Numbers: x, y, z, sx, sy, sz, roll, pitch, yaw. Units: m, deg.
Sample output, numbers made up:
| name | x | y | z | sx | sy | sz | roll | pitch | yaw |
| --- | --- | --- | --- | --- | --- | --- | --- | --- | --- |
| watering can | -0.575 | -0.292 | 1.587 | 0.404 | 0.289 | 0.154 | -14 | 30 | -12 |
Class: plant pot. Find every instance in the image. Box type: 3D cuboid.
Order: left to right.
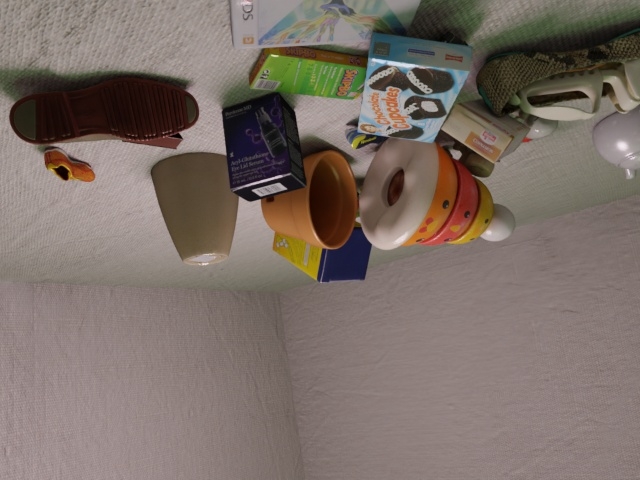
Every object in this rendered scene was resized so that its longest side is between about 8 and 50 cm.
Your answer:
| name | x | y | z | sx | sy | sz | roll | pitch | yaw |
| --- | --- | --- | --- | --- | --- | --- | --- | --- | --- |
| plant pot | -0.347 | -0.074 | 1.436 | 0.257 | 0.273 | 0.256 | -8 | 166 | -2 |
| plant pot | -0.041 | -0.121 | 1.509 | 0.204 | 0.290 | 0.291 | 2 | 174 | 33 |

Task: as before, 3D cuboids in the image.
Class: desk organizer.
| name | x | y | z | sx | sy | sz | roll | pitch | yaw |
| --- | --- | --- | --- | --- | --- | --- | --- | --- | --- |
| desk organizer | -0.392 | -0.253 | 1.162 | 0.130 | 0.047 | 0.050 | 2 | 160 | -38 |

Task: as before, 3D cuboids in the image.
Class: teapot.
| name | x | y | z | sx | sy | sz | roll | pitch | yaw |
| --- | --- | --- | --- | --- | --- | --- | --- | --- | --- |
| teapot | 1.011 | -0.309 | 1.577 | 0.256 | 0.187 | 0.252 | -1 | 163 | -29 |

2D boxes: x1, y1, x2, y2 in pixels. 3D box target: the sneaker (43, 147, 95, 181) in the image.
| name | x | y | z | sx | sy | sz | roll | pitch | yaw |
| --- | --- | --- | --- | --- | --- | --- | --- | --- | --- |
| sneaker | -0.641 | -0.175 | 1.268 | 0.064 | 0.067 | 0.175 | -13 | 167 | 9 |

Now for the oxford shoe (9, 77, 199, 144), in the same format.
| name | x | y | z | sx | sy | sz | roll | pitch | yaw |
| --- | --- | --- | --- | --- | --- | --- | --- | --- | --- |
| oxford shoe | -0.431 | -0.264 | 1.024 | 0.349 | 0.122 | 0.130 | -6 | -168 | -18 |

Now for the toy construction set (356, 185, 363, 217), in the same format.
| name | x | y | z | sx | sy | sz | roll | pitch | yaw |
| --- | --- | --- | --- | --- | --- | --- | --- | --- | --- |
| toy construction set | 0.144 | -0.147 | 1.726 | 0.328 | 0.151 | 0.215 | -7 | -167 | 24 |

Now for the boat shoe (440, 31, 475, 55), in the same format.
| name | x | y | z | sx | sy | sz | roll | pitch | yaw |
| --- | --- | --- | --- | --- | --- | --- | --- | --- | --- |
| boat shoe | 0.243 | -0.372 | 1.090 | 0.079 | 0.084 | 0.233 | 33 | 163 | -9 |

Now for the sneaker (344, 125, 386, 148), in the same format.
| name | x | y | z | sx | sy | sz | roll | pitch | yaw |
| --- | --- | --- | --- | --- | --- | --- | --- | --- | --- |
| sneaker | 0.128 | -0.293 | 1.350 | 0.144 | 0.059 | 0.053 | -18 | 142 | -35 |

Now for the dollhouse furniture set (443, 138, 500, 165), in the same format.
| name | x | y | z | sx | sy | sz | roll | pitch | yaw |
| --- | --- | --- | --- | --- | --- | --- | --- | --- | --- |
| dollhouse furniture set | 0.452 | -0.235 | 1.592 | 0.123 | 0.144 | 0.151 | 2 | 126 | -39 |

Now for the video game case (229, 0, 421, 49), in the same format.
| name | x | y | z | sx | sy | sz | roll | pitch | yaw |
| --- | --- | --- | --- | --- | --- | --- | --- | --- | --- |
| video game case | 0.018 | -0.417 | 0.792 | 0.329 | 0.036 | 0.300 | -7 | 166 | -9 |

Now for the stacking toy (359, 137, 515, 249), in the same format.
| name | x | y | z | sx | sy | sz | roll | pitch | yaw |
| --- | --- | --- | --- | --- | --- | --- | --- | --- | --- |
| stacking toy | 0.387 | -0.104 | 1.455 | 0.480 | 0.350 | 0.351 | 13 | 158 | -22 |

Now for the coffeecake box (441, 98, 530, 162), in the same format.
| name | x | y | z | sx | sy | sz | roll | pitch | yaw |
| --- | --- | --- | --- | --- | --- | --- | --- | --- | --- |
| coffeecake box | 0.382 | -0.256 | 1.139 | 0.185 | 0.142 | 0.068 | -27 | 151 | -52 |

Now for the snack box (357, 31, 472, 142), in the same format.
| name | x | y | z | sx | sy | sz | roll | pitch | yaw |
| --- | --- | --- | --- | --- | --- | --- | --- | --- | --- |
| snack box | 0.183 | -0.307 | 1.052 | 0.187 | 0.060 | 0.322 | 9 | 168 | 3 |

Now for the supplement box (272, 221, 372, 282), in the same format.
| name | x | y | z | sx | sy | sz | roll | pitch | yaw |
| --- | --- | --- | --- | --- | --- | --- | --- | --- | --- |
| supplement box | 0.000 | 0.000 | 1.801 | 0.194 | 0.195 | 0.357 | 0 | -162 | -34 |

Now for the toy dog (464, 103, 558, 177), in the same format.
| name | x | y | z | sx | sy | sz | roll | pitch | yaw |
| --- | --- | --- | --- | --- | --- | --- | --- | --- | --- |
| toy dog | 0.469 | -0.299 | 1.327 | 0.161 | 0.220 | 0.333 | 26 | 150 | -8 |

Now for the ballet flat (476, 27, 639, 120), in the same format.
| name | x | y | z | sx | sy | sz | roll | pitch | yaw |
| --- | --- | --- | --- | --- | --- | --- | --- | --- | --- |
| ballet flat | 0.602 | -0.354 | 1.116 | 0.483 | 0.182 | 0.164 | -10 | 155 | 1 |

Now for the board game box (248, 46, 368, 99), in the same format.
| name | x | y | z | sx | sy | sz | roll | pitch | yaw |
| --- | --- | --- | --- | --- | --- | --- | --- | --- | --- |
| board game box | -0.008 | -0.350 | 1.048 | 0.260 | 0.039 | 0.124 | 0 | 164 | -27 |

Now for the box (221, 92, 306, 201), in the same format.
| name | x | y | z | sx | sy | sz | roll | pitch | yaw |
| --- | --- | --- | --- | --- | --- | --- | --- | --- | --- |
| box | -0.131 | -0.213 | 1.156 | 0.153 | 0.207 | 0.108 | -14 | 165 | 15 |
